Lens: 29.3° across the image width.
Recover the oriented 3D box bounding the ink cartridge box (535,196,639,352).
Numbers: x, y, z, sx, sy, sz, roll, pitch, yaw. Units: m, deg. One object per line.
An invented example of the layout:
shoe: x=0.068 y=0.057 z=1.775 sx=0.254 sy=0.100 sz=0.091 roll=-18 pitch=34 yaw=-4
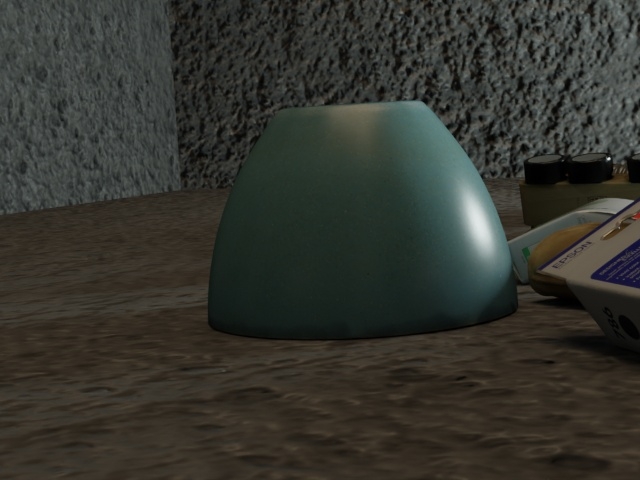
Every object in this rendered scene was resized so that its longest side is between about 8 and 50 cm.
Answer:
ink cartridge box: x=0.298 y=0.019 z=0.832 sx=0.165 sy=0.065 sz=0.332 roll=-34 pitch=15 yaw=-12

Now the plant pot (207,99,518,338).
plant pot: x=0.034 y=-0.029 z=1.145 sx=0.290 sy=0.195 sz=0.290 roll=-3 pitch=5 yaw=0

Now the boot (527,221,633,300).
boot: x=0.354 y=0.011 z=1.083 sx=0.236 sy=0.089 sz=0.269 roll=-8 pitch=6 yaw=-25

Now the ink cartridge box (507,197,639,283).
ink cartridge box: x=0.322 y=-0.030 z=1.317 sx=0.224 sy=0.056 sz=0.181 roll=-28 pitch=-4 yaw=21

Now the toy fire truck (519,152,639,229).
toy fire truck: x=0.408 y=-0.056 z=1.608 sx=0.217 sy=0.158 sz=0.246 roll=0 pitch=17 yaw=37
